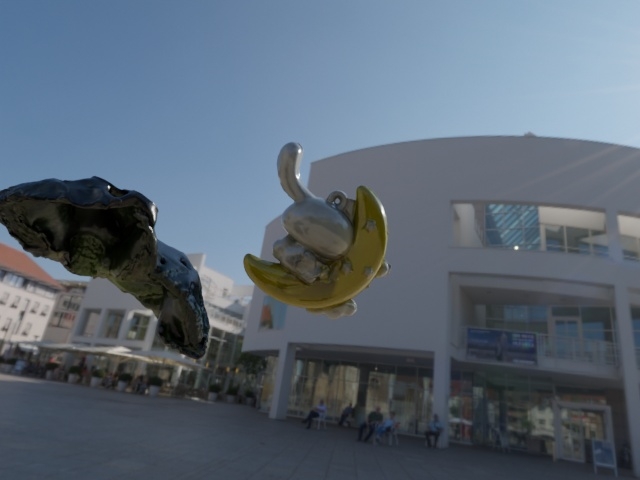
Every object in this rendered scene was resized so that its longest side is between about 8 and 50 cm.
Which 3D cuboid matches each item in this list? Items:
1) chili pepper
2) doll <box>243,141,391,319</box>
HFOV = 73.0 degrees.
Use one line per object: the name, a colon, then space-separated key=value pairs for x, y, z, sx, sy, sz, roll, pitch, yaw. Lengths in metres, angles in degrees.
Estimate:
chili pepper: x=-0.228 y=0.015 z=0.505 sx=0.264 sy=0.116 sz=0.148 roll=47 pitch=-19 yaw=-31
doll: x=0.000 y=0.000 z=0.707 sx=0.252 sy=0.237 sz=0.111 roll=29 pitch=8 yaw=-7
